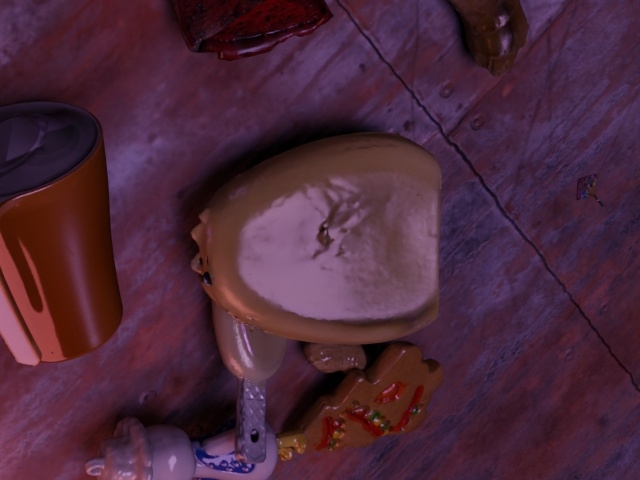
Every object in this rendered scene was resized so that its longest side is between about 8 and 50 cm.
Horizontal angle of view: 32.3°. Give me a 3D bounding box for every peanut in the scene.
[{"bbox_3d":[0.024,0.157,1.492,0.113,0.054,0.054,17,104,-38],"label":"peanut"}]

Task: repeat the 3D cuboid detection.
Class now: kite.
[{"bbox_3d":[0.396,-0.066,1.631,0.044,0.002,0.078,-34,126,-12],"label":"kite"}]

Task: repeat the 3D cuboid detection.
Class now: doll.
[{"bbox_3d":[-0.156,0.274,1.400,0.293,0.119,0.138,2,150,-33],"label":"doll"}]

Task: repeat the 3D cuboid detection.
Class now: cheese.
[{"bbox_3d":[-0.087,0.157,1.369,0.127,0.049,0.235,18,67,-49],"label":"cheese"},{"bbox_3d":[0.000,0.000,1.319,0.316,0.128,0.259,-1,93,-18],"label":"cheese"}]

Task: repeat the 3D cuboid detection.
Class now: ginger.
[{"bbox_3d":[0.201,-0.290,1.359,0.095,0.069,0.190,-39,126,-14],"label":"ginger"}]

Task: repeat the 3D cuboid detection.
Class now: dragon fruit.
[{"bbox_3d":[-0.077,-0.275,1.205,0.161,0.120,0.127,0,73,-57],"label":"dragon fruit"}]

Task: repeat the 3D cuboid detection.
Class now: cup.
[{"bbox_3d":[-0.295,0.005,1.130,0.182,0.226,0.264,-2,127,7],"label":"cup"}]

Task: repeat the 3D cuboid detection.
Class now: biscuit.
[{"bbox_3d":[0.065,0.233,1.530,0.238,0.041,0.212,-25,144,-12],"label":"biscuit"}]
